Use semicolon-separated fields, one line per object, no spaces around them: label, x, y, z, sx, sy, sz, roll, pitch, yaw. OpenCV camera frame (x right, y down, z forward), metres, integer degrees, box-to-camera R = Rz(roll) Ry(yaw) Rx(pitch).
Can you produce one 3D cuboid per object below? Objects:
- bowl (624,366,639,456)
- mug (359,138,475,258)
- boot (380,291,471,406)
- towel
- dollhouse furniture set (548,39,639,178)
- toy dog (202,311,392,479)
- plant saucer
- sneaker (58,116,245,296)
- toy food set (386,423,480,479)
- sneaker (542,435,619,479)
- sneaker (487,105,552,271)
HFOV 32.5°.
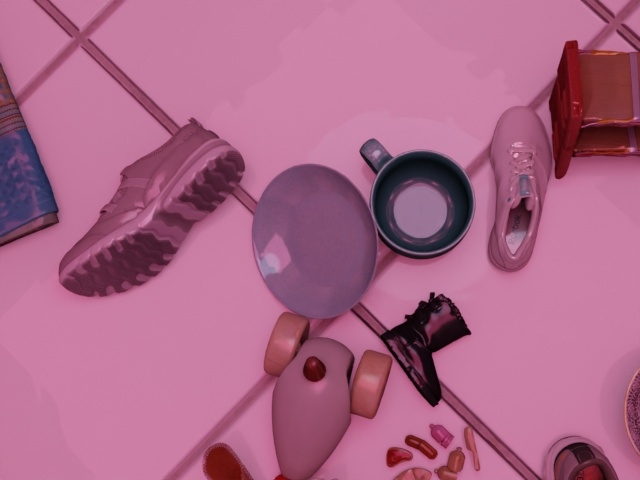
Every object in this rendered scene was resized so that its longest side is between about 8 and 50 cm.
bowl;0.445;0.208;1.334;0.170;0.080;0.170;0;84;3
mug;0.123;-0.054;1.372;0.129;0.097;0.158;-9;83;3
boot;0.144;0.134;1.380;0.099;0.045;0.121;-34;85;-7
towel;-0.526;-0.139;1.451;0.271;0.040;0.370;-23;82;1
dollhouse furniture set;0.394;-0.275;1.378;0.201;0.152;0.374;1;67;4
toy dog;-0.026;0.249;1.311;0.220;0.161;0.334;-2;82;11
plant saucer;0.000;0.000;1.374;0.195;0.037;0.195;5;99;36
sneaker;-0.225;-0.039;1.408;0.281;0.105;0.115;-40;53;0
toy food set;0.135;0.270;1.377;0.122;0.019;0.078;-12;83;10
sneaker;0.333;0.372;1.310;0.100;0.108;0.271;-16;84;0
sneaker;0.251;-0.069;1.368;0.080;0.094;0.212;3;84;5
